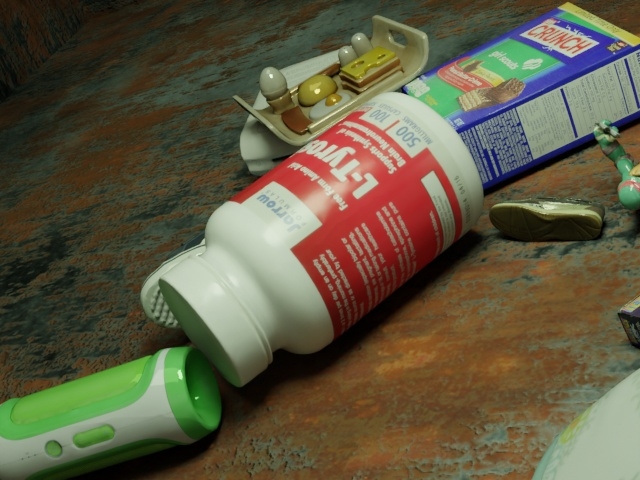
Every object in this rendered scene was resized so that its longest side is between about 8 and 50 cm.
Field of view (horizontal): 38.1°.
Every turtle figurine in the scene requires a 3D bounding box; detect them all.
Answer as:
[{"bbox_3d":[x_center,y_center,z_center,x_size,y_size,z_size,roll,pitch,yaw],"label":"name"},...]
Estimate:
[{"bbox_3d":[0.425,-0.100,1.165,0.175,0.118,0.234,23,38,36],"label":"turtle figurine"}]

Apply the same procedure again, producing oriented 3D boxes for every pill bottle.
[{"bbox_3d":[0.000,0.000,1.222,0.407,0.229,0.229,-37,31,-19],"label":"pill bottle"}]

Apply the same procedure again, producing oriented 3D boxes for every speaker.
[{"bbox_3d":[-0.281,0.229,1.180,0.296,0.131,0.131,-19,30,13],"label":"speaker"}]

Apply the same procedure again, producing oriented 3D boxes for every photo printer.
[{"bbox_3d":[-0.011,-0.238,1.734,0.255,0.107,0.308,-15,32,19],"label":"photo printer"}]

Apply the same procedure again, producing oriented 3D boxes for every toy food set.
[{"bbox_3d":[0.014,-0.285,1.582,0.306,0.092,0.220,-32,29,-7],"label":"toy food set"}]

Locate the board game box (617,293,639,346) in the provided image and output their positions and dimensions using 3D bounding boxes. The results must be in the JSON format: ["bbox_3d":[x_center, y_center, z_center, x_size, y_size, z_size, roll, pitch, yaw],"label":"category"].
[{"bbox_3d":[0.418,0.058,0.955,0.170,0.048,0.141,-33,15,-13],"label":"board game box"}]

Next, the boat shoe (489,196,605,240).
[{"bbox_3d":[0.299,-0.032,1.222,0.152,0.056,0.049,9,39,32],"label":"boat shoe"}]

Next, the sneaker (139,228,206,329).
[{"bbox_3d":[-0.130,0.024,1.395,0.321,0.126,0.127,-24,32,-19],"label":"sneaker"}]

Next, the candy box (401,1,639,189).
[{"bbox_3d":[0.317,-0.229,1.447,0.317,0.122,0.268,-25,27,0],"label":"candy box"}]

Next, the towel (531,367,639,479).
[{"bbox_3d":[0.231,0.219,0.655,0.374,0.090,0.320,-56,-1,-38],"label":"towel"}]
